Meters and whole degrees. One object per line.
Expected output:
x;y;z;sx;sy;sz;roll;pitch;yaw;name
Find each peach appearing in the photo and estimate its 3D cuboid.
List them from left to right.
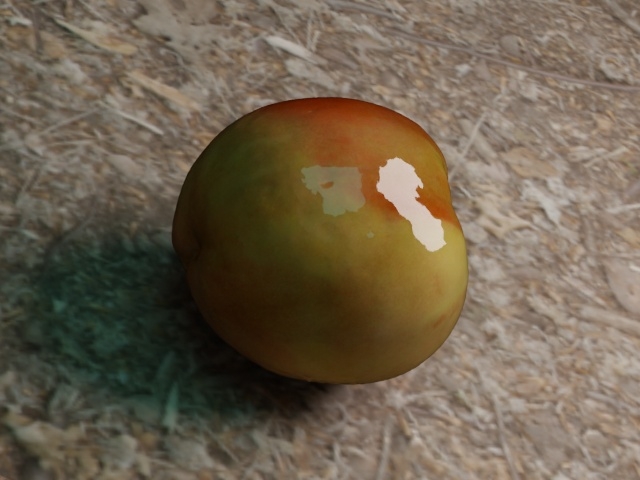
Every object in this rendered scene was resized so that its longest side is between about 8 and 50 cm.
0.000;0.000;1.094;0.184;0.184;0.184;15;40;-13;peach

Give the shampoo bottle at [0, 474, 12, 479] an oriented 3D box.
-0.140;0.169;0.904;0.192;0.074;0.074;26;39;-1;shampoo bottle
